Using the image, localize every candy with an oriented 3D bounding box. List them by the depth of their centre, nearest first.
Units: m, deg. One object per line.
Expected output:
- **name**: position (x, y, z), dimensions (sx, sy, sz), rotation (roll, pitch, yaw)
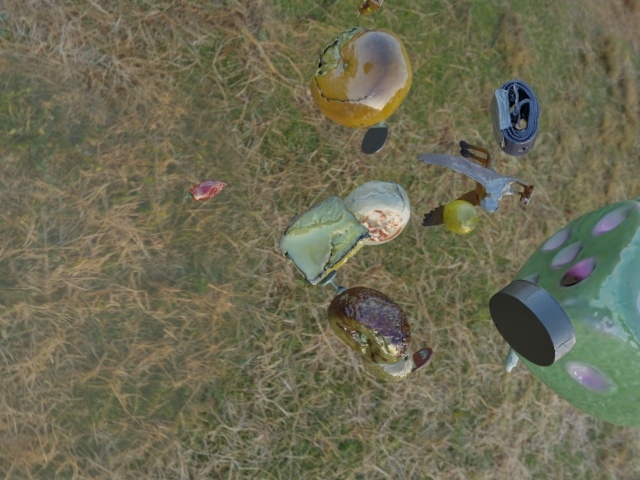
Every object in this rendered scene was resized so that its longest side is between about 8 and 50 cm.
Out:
- **candy**: position (0.135, -0.636, 1.371), dimensions (0.046, 0.182, 0.053), rotation (17, 85, -25)

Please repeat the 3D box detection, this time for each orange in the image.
- **orange**: position (0.062, -0.246, 0.788), dimensions (0.134, 0.156, 0.157), rotation (22, 71, -63)

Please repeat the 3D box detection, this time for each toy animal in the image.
- **toy animal**: position (0.435, -0.157, 1.376), dimensions (0.284, 0.302, 0.225), rotation (-38, 132, -33)

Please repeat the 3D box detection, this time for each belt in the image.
- **belt**: position (0.621, -0.395, 1.653), dimensions (0.126, 0.139, 0.230), rotation (54, 34, -68)

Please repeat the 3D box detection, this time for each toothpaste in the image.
- **toothpaste**: position (0.552, 0.282, 1.445), dimensions (0.048, 0.029, 0.197), rotation (4, 112, -17)

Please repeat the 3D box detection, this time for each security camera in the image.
- **security camera**: position (0.050, 0.124, 1.319), dimensions (0.092, 0.058, 0.058), rotation (45, 64, -7)

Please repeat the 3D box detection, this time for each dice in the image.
- **dice**: position (0.577, 0.135, 0.984), dimensions (0.322, 0.318, 0.330), rotation (47, 66, -2)

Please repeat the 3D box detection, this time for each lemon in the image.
- **lemon**: position (0.262, -0.045, 0.978), dimensions (0.062, 0.083, 0.062), rotation (-18, 128, -25)

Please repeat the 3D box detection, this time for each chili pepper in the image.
- **chili pepper**: position (-0.389, -0.168, 1.737), dimensions (0.191, 0.050, 0.059), rotation (-28, 118, -45)

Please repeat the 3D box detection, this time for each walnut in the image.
- **walnut**: position (0.146, 0.258, 1.140), dimensions (0.105, 0.124, 0.105), rotation (7, 80, -43)

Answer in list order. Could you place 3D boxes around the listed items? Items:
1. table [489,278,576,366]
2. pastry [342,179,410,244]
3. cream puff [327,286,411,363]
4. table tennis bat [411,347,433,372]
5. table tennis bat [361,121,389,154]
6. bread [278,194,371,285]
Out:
- **table**: position (0.326, 0.128, 0.806), dimensions (0.043, 0.133, 0.133), rotation (-30, 102, -15)
- **pastry**: position (0.188, -0.093, 1.817), dimensions (0.265, 0.265, 0.133), rotation (25, 39, -28)
- **cream puff**: position (0.083, 0.132, 0.833), dimensions (0.084, 0.149, 0.149), rotation (-48, 110, -24)
- **table tennis bat**: position (0.271, 0.370, 1.542), dimensions (0.154, 0.098, 0.019), rotation (-38, 99, 9)
- **table tennis bat**: position (0.171, -0.325, 1.547), dimensions (0.013, 0.087, 0.156), rotation (34, 73, -43)
- **bread**: position (0.000, 0.000, 1.562), dimensions (0.262, 0.162, 0.204), rotation (-36, 83, -18)
